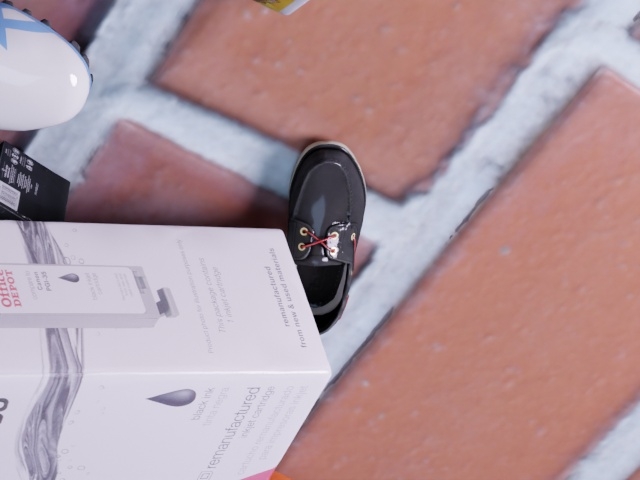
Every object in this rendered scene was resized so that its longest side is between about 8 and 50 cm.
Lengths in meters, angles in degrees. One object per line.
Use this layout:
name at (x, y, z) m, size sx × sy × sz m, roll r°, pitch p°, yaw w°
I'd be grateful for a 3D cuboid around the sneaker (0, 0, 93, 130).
sneaker at (-0.245, -0.100, 0.949) m, size 0.237 × 0.086 × 0.085 m, roll 13°, pitch 125°, yaw -11°

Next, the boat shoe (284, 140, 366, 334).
boat shoe at (0.002, 0.000, 1.055) m, size 0.049 × 0.042 × 0.133 m, roll 5°, pitch 126°, yaw -3°

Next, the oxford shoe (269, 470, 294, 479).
oxford shoe at (-0.182, 0.201, 1.162) m, size 0.363 × 0.130 × 0.133 m, roll 18°, pitch 133°, yaw -13°

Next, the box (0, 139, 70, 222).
box at (-0.198, -0.005, 1.036) m, size 0.052 × 0.062 × 0.083 m, roll 33°, pitch 121°, yaw -25°

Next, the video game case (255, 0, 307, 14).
video game case at (-0.064, -0.188, 0.832) m, size 0.206 × 0.026 × 0.227 m, roll 23°, pitch 164°, yaw -17°

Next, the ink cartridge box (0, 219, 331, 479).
ink cartridge box at (-0.167, 0.095, 1.016) m, size 0.283 × 0.117 × 0.207 m, roll 2°, pitch 139°, yaw -27°
